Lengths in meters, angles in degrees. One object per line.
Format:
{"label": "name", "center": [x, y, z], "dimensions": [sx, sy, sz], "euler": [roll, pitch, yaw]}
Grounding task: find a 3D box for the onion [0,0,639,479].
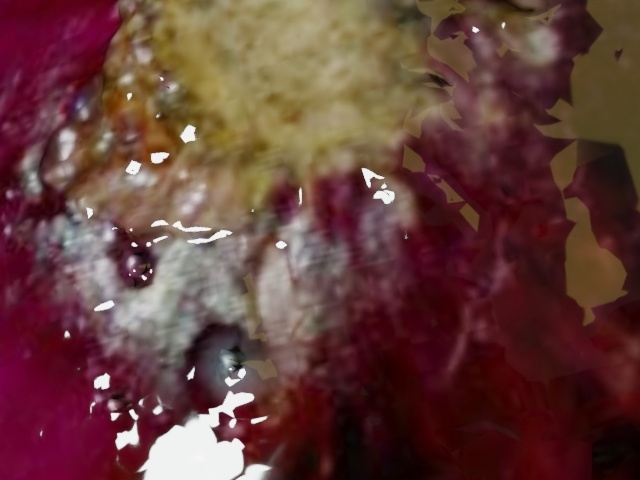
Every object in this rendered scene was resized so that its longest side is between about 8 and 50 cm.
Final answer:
{"label": "onion", "center": [0.000, 0.000, 0.515], "dimensions": [0.260, 0.282, 0.337], "euler": [-13, 75, 15]}
